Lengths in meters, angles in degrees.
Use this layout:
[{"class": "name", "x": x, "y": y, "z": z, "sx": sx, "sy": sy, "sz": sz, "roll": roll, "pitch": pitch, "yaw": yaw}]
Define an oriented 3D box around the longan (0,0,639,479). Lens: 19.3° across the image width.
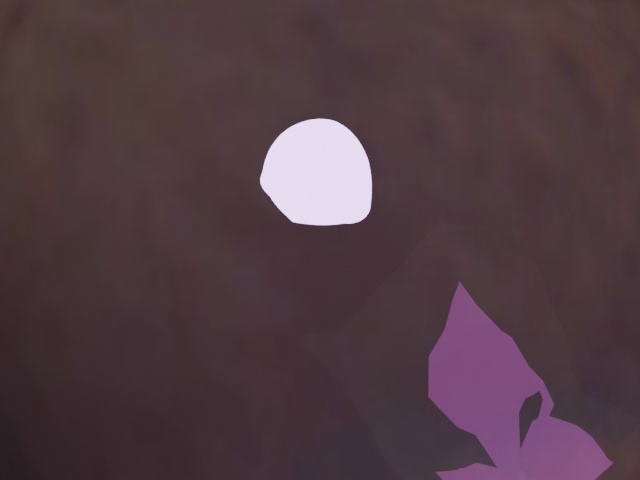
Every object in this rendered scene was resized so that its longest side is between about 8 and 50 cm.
[{"class": "longan", "x": 0.000, "y": 0.000, "z": 0.665, "sx": 0.361, "sy": 0.361, "sz": 0.361, "roll": -33, "pitch": 140, "yaw": -33}]
